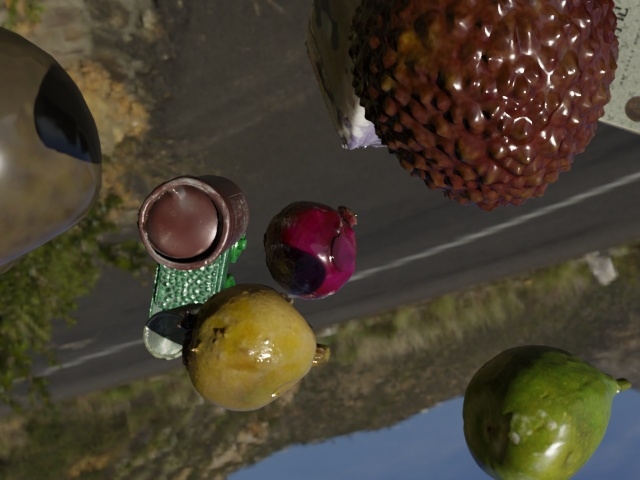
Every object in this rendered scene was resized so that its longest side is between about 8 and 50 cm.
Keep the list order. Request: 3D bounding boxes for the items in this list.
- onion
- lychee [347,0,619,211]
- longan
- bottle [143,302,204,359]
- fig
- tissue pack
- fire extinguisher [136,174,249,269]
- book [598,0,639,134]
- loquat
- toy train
[{"bbox_3d":[0.010,0.002,1.648,0.198,0.173,0.135,-41,-149,-28],"label":"onion"},{"bbox_3d":[0.157,-0.181,0.962,0.276,0.304,0.276,-11,175,-1],"label":"lychee"},{"bbox_3d":[-0.503,-0.115,1.355,0.405,0.404,0.336,-14,-142,9],"label":"longan"},{"bbox_3d":[-0.210,0.136,1.493,0.072,0.072,0.201,-14,179,5],"label":"bottle"},{"bbox_3d":[0.362,0.289,1.571,0.233,0.233,0.314,-17,159,32],"label":"fig"},{"bbox_3d":[0.082,-0.318,1.375,0.125,0.242,0.343,-10,150,-18],"label":"tissue pack"},{"bbox_3d":[-0.134,-0.022,1.088,0.105,0.104,0.269,-14,-175,2],"label":"fire extinguisher"},{"bbox_3d":[0.421,-0.309,1.545,0.311,0.216,0.021,19,-174,6],"label":"book"},{"bbox_3d":[-0.082,0.136,1.245,0.205,0.149,0.172,3,131,-22],"label":"loquat"},{"bbox_3d":[-0.240,0.059,1.941,0.145,0.265,0.202,12,-167,6],"label":"toy train"}]
